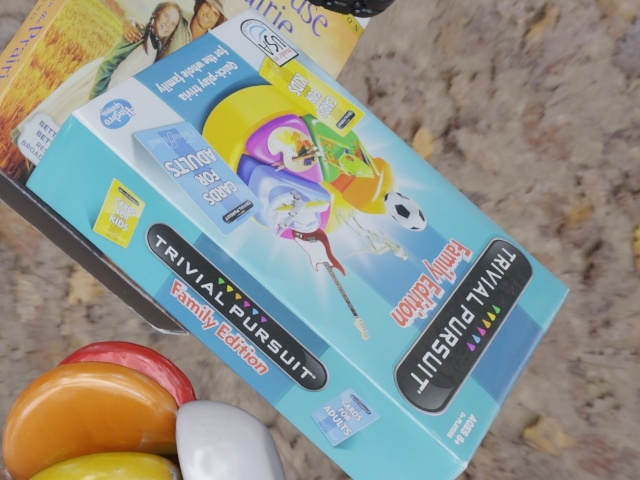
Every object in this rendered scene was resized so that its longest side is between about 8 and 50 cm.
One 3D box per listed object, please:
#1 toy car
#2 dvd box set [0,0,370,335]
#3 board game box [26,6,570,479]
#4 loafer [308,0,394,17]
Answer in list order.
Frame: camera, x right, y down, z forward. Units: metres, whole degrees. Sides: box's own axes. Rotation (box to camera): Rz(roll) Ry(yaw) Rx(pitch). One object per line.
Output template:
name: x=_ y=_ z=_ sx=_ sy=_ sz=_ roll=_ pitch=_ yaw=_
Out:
toy car: x=-0.092 y=0.122 z=0.656 sx=0.159 sy=0.182 sz=0.136 roll=-18 pitch=53 yaw=4
dvd box set: x=-0.137 y=-0.163 z=1.317 sx=0.307 sy=0.062 sz=0.420 roll=46 pitch=62 yaw=-35
board game box: x=0.000 y=0.000 z=0.964 sx=0.336 sy=0.254 sz=0.079 roll=41 pitch=125 yaw=2
loafer: x=-0.037 y=-0.245 z=1.079 sx=0.223 sy=0.076 sz=0.078 roll=15 pitch=58 yaw=-22
